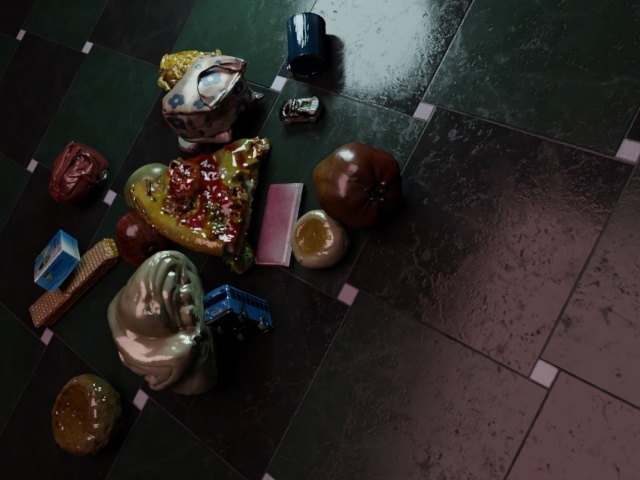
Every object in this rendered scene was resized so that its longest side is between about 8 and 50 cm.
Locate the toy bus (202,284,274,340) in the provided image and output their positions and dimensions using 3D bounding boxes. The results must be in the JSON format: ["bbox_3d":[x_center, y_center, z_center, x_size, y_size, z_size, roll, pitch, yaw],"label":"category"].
[{"bbox_3d":[-0.211,0.183,1.660,0.090,0.185,0.106,-28,59,21],"label":"toy bus"}]

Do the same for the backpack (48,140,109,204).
[{"bbox_3d":[-0.829,-0.221,2.209,0.229,0.139,0.229,-12,67,28],"label":"backpack"}]

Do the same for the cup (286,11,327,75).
[{"bbox_3d":[-0.039,-0.546,1.867,0.114,0.150,0.138,-1,71,-5],"label":"cup"}]

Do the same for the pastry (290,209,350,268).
[{"bbox_3d":[0.000,0.000,1.651,0.156,0.092,0.156,-13,64,30],"label":"pastry"}]

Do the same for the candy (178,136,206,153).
[{"bbox_3d":[-0.395,-0.318,2.033,0.103,0.043,0.103,-9,71,28],"label":"candy"}]

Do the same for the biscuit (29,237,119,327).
[{"bbox_3d":[-0.790,0.141,2.111,0.379,0.054,0.094,-42,56,13],"label":"biscuit"}]

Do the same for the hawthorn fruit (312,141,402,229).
[{"bbox_3d":[0.081,-0.143,1.604,0.208,0.208,0.248,-57,29,3],"label":"hawthorn fruit"}]

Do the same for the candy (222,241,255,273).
[{"bbox_3d":[-0.293,0.021,1.846,0.305,0.083,0.091,17,113,44],"label":"candy"}]

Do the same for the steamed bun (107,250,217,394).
[{"bbox_3d":[-0.403,0.224,1.653,0.247,0.352,0.339,-11,65,-2],"label":"steamed bun"}]

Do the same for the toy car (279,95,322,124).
[{"bbox_3d":[-0.059,-0.368,1.836,0.142,0.055,0.069,0,70,30],"label":"toy car"}]

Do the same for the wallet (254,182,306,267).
[{"bbox_3d":[-0.111,-0.042,1.772,0.119,0.025,0.232,2,75,32],"label":"wallet"}]

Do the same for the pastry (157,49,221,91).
[{"bbox_3d":[-0.420,-0.530,2.085,0.250,0.102,0.154,5,73,31],"label":"pastry"}]

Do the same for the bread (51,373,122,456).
[{"bbox_3d":[-0.657,0.499,1.865,0.230,0.123,0.229,-7,75,28],"label":"bread"}]

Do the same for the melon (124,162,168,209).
[{"bbox_3d":[-0.510,-0.162,1.993,0.192,0.139,0.139,-27,61,20],"label":"melon"}]

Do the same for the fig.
[{"bbox_3d":[-0.534,-0.028,1.956,0.175,0.175,0.207,-45,41,11],"label":"fig"}]

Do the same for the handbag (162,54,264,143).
[{"bbox_3d":[-0.303,-0.404,1.896,0.193,0.190,0.251,11,58,37],"label":"handbag"}]

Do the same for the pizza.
[{"bbox_3d":[-0.307,-0.168,1.817,0.440,0.130,0.406,28,69,32],"label":"pizza"}]

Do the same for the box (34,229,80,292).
[{"bbox_3d":[-0.851,0.065,2.115,0.139,0.073,0.194,-50,30,0],"label":"box"}]
